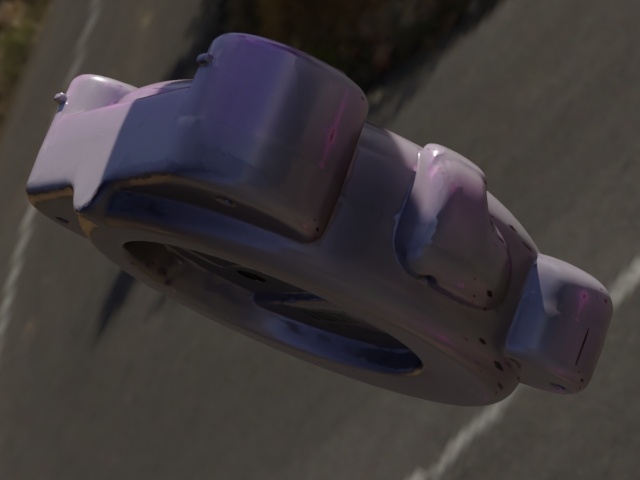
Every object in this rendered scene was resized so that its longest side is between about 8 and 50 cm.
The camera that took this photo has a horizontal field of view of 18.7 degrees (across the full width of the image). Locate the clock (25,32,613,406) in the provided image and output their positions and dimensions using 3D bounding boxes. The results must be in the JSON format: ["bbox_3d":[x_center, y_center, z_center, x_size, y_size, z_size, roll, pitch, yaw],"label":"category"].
[{"bbox_3d":[0.000,0.000,1.209,0.295,0.322,0.113,-5,60,60],"label":"clock"}]
